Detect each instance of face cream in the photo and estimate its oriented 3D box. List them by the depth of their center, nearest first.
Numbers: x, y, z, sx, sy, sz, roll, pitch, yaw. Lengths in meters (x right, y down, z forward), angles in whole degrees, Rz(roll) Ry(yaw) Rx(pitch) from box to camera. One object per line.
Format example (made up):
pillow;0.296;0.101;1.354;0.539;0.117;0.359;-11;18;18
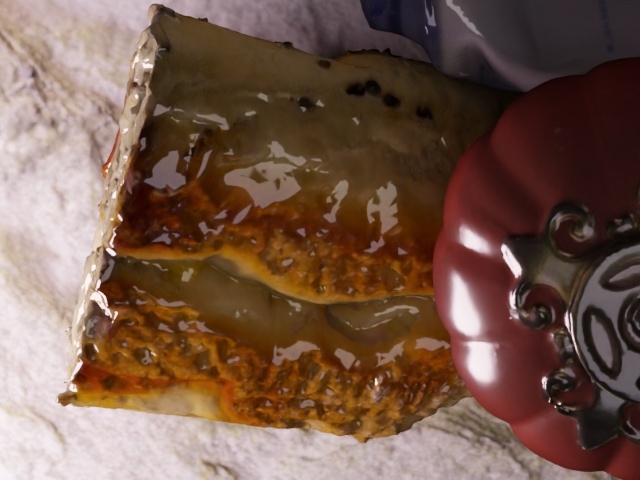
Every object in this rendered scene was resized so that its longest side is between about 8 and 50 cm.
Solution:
face cream;0.235;-0.220;1.455;0.420;0.137;0.235;-8;78;4

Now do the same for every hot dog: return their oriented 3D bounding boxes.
hot dog;0.000;0.000;1.566;0.365;0.196;0.367;11;128;-13

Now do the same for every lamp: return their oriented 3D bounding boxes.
lamp;0.228;0.021;1.388;0.303;0.257;0.303;2;106;7
